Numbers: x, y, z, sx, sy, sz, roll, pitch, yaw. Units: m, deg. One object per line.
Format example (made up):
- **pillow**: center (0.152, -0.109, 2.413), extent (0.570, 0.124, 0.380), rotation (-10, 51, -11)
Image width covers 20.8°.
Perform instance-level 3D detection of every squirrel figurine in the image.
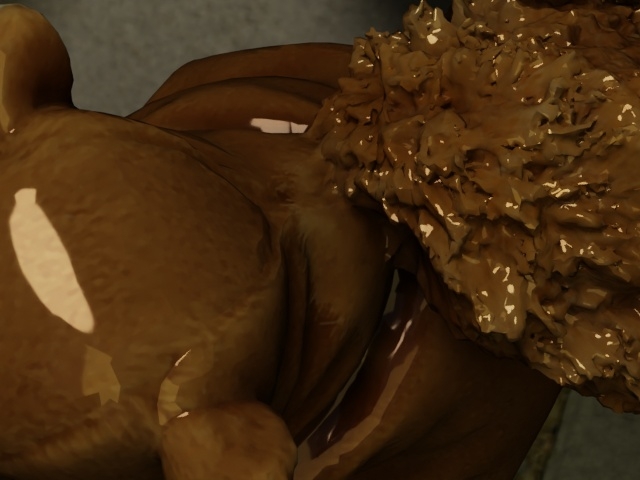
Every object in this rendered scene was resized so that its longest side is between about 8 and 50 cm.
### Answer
- **squirrel figurine**: center (0.000, 0.000, 0.691), extent (0.397, 0.370, 0.281), rotation (-27, 77, 13)
